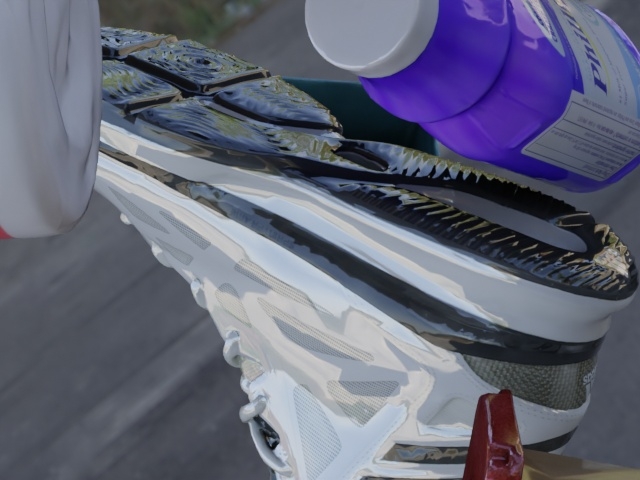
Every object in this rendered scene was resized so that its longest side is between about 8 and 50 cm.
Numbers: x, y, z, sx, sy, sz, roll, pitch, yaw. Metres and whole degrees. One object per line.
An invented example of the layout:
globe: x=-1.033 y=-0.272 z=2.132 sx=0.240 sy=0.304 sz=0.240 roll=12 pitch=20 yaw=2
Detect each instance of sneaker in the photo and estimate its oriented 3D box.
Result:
sneaker: x=-0.051 y=0.044 z=1.141 sx=0.169 sy=0.447 sz=0.257 roll=-24 pitch=-46 yaw=-58

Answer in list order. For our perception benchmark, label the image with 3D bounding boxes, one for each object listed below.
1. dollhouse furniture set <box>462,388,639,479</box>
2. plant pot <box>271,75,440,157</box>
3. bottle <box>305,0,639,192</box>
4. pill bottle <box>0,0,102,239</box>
dollhouse furniture set: x=0.141 y=0.188 z=0.676 sx=0.201 sy=0.152 sz=0.374 roll=10 pitch=13 yaw=2
plant pot: x=0.000 y=0.000 z=1.620 sx=0.234 sy=0.165 sz=0.165 roll=105 pitch=165 yaw=-52
bottle: x=0.093 y=-0.099 z=1.027 sx=0.092 sy=0.118 sz=0.283 roll=-39 pitch=-26 yaw=22
pill bottle: x=-0.261 y=-0.080 z=0.786 sx=0.319 sy=0.176 sz=0.176 roll=-3 pitch=22 yaw=4
